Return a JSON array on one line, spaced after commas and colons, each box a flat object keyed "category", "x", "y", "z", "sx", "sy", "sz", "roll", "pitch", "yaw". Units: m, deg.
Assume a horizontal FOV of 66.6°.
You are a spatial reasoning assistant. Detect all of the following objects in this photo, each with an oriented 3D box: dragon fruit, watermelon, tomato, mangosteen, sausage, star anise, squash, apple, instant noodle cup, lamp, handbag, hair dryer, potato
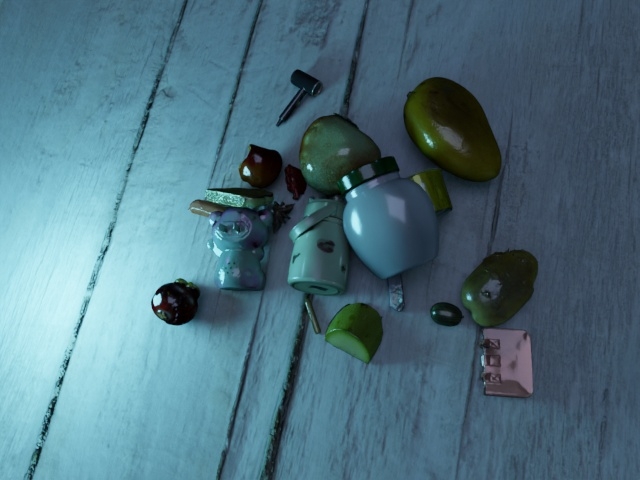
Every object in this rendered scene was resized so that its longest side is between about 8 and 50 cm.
[{"category": "dragon fruit", "x": -0.106, "y": -0.227, "z": 1.877, "sx": 0.096, "sy": 0.063, "sz": 0.132, "roll": 7, "pitch": 74, "yaw": 12}, {"category": "watermelon", "x": 0.423, "y": 0.248, "z": 1.632, "sx": 0.110, "sy": 0.078, "sz": 0.078, "roll": 14, "pitch": 75, "yaw": 12}, {"category": "tomato", "x": 0.062, "y": -0.321, "z": 1.786, "sx": 0.303, "sy": 0.239, "sz": 0.304, "roll": -4, "pitch": 70, "yaw": 12}, {"category": "mangosteen", "x": -0.516, "y": 0.215, "z": 1.766, "sx": 0.166, "sy": 0.166, "sz": 0.180, "roll": 17, "pitch": 52, "yaw": 14}, {"category": "sausage", "x": -0.029, "y": 0.268, "z": 1.728, "sx": 0.024, "sy": 0.024, "sz": 0.133, "roll": -21, "pitch": 71, "yaw": 2}, {"category": "star anise", "x": -0.158, "y": -0.087, "z": 1.849, "sx": 0.124, "sy": 0.056, "sz": 0.129, "roll": 9, "pitch": 77, "yaw": 38}, {"category": "squash", "x": 0.121, "y": 0.297, "z": 1.662, "sx": 0.191, "sy": 0.085, "sz": 0.184, "roll": 25, "pitch": 79, "yaw": 14}, {"category": "apple", "x": -0.228, "y": -0.280, "z": 1.871, "sx": 0.146, "sy": 0.156, "sz": 0.159, "roll": 17, "pitch": 97, "yaw": 18}, {"category": "instant noodle cup", "x": 0.364, "y": -0.146, "z": 1.709, "sx": 0.204, "sy": 0.205, "sz": 0.153, "roll": -23, "pitch": 77, "yaw": 2}, {"category": "sausage", "x": -0.439, "y": -0.119, "z": 1.902, "sx": 0.169, "sy": 0.065, "sz": 0.065, "roll": 18, "pitch": 76, "yaw": 14}, {"category": "lamp", "x": -0.300, "y": 0.023, "z": 1.743, "sx": 0.246, "sy": 0.247, "sz": 0.302, "roll": -1, "pitch": 80, "yaw": 12}, {"category": "handbag", "x": 0.594, "y": 0.392, "z": 1.565, "sx": 0.157, "sy": 0.059, "sz": 0.213, "roll": 1, "pitch": 71, "yaw": 9}, {"category": "hair dryer", "x": -0.116, "y": -0.577, "z": 1.995, "sx": 0.128, "sy": 0.070, "sz": 0.256, "roll": 37, "pitch": 87, "yaw": 19}, {"category": "potato", "x": 0.594, "y": 0.145, "z": 1.603, "sx": 0.191, "sy": 0.141, "sz": 0.296, "roll": 42, "pitch": 81, "yaw": 17}]

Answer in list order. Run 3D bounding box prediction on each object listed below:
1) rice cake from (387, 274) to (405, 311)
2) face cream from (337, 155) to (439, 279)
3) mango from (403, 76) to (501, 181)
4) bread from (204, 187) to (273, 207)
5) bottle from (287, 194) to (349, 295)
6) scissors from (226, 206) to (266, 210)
[{"category": "rice cake", "x": 0.254, "y": 0.073, "z": 1.717, "sx": 0.056, "sy": 0.073, "sz": 0.366, "roll": -7, "pitch": 72, "yaw": 10}, {"category": "face cream", "x": 0.215, "y": -0.071, "z": 1.589, "sx": 0.312, "sy": 0.219, "sz": 0.357, "roll": -26, "pitch": 86, "yaw": 35}, {"category": "mango", "x": 0.477, "y": -0.388, "z": 1.742, "sx": 0.301, "sy": 0.221, "sz": 0.445, "roll": -25, "pitch": 73, "yaw": -30}, {"category": "bread", "x": -0.285, "y": -0.161, "z": 1.812, "sx": 0.286, "sy": 0.207, "sz": 0.056, "roll": 16, "pitch": 107, "yaw": 43}, {"category": "bottle", "x": 0.000, "y": 0.000, "z": 1.708, "sx": 0.228, "sy": 0.229, "sz": 0.352, "roll": 4, "pitch": 73, "yaw": 11}, {"category": "scissors", "x": -0.302, "y": -0.135, "z": 1.909, "sx": 0.188, "sy": 0.015, "sz": 0.100, "roll": -8, "pitch": 70, "yaw": 9}]
